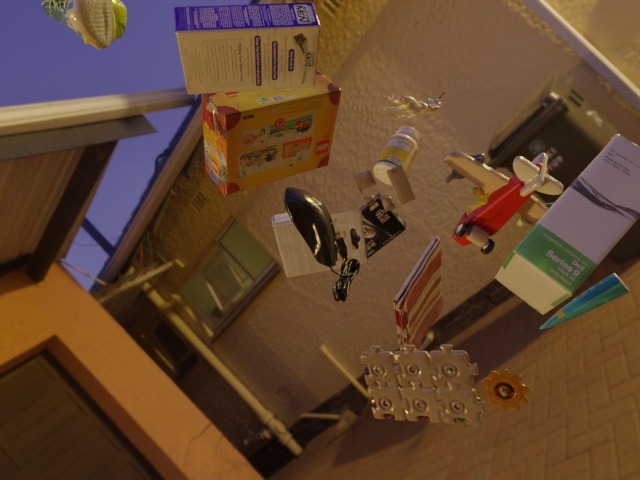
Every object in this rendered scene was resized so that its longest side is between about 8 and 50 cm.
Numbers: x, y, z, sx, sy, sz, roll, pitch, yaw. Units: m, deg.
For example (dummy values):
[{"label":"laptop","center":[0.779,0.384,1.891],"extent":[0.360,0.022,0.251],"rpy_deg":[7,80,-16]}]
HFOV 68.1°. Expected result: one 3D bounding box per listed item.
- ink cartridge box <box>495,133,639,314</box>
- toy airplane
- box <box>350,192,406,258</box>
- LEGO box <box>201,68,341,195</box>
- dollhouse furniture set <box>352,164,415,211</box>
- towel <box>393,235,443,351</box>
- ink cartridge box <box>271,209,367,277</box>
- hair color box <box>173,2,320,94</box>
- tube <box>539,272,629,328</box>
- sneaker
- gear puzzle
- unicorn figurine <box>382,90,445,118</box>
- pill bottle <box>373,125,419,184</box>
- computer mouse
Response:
[{"label":"ink cartridge box","center":[0.478,-0.020,0.879],"extent":[0.289,0.121,0.211],"rpy_deg":[-47,-21,-5]},{"label":"toy airplane","center":[0.640,-0.165,1.657],"extent":[0.385,0.385,0.272],"rpy_deg":[-6,32,19]},{"label":"box","center":[0.183,-0.050,1.654],"extent":[0.180,0.147,0.077],"rpy_deg":[-39,10,19]},{"label":"LEGO box","center":[-0.193,-0.433,1.881],"extent":[0.501,0.193,0.372],"rpy_deg":[-21,-36,-27]},{"label":"dollhouse furniture set","center":[0.202,-0.164,1.513],"extent":[0.151,0.144,0.123],"rpy_deg":[-22,-2,7]},{"label":"towel","center":[0.283,0.173,1.316],"extent":[0.237,0.037,0.328],"rpy_deg":[-53,-32,-26]},{"label":"ink cartridge box","center":[0.000,0.000,1.291],"extent":[0.233,0.189,0.066],"rpy_deg":[-12,35,-2]},{"label":"hair color box","center":[-0.180,-0.482,1.194],"extent":[0.339,0.110,0.185],"rpy_deg":[-5,-31,-10]},{"label":"tube","center":[0.618,0.155,1.124],"extent":[0.207,0.052,0.080],"rpy_deg":[-40,-25,25]},{"label":"sneaker","center":[-0.398,-0.368,0.764],"extent":[0.240,0.126,0.091],"rpy_deg":[-120,42,-68]},{"label":"gear puzzle","center":[0.250,0.291,0.978],"extent":[0.339,0.175,0.044],"rpy_deg":[-9,8,32]},{"label":"unicorn figurine","center":[0.232,-0.339,1.191],"extent":[0.111,0.060,0.162],"rpy_deg":[4,16,37]},{"label":"pill bottle","center":[0.286,-0.316,1.740],"extent":[0.208,0.118,0.117],"rpy_deg":[-62,3,-21]},{"label":"computer mouse","center":[0.021,-0.014,1.016],"extent":[0.060,0.261,0.184],"rpy_deg":[-25,9,21]}]
